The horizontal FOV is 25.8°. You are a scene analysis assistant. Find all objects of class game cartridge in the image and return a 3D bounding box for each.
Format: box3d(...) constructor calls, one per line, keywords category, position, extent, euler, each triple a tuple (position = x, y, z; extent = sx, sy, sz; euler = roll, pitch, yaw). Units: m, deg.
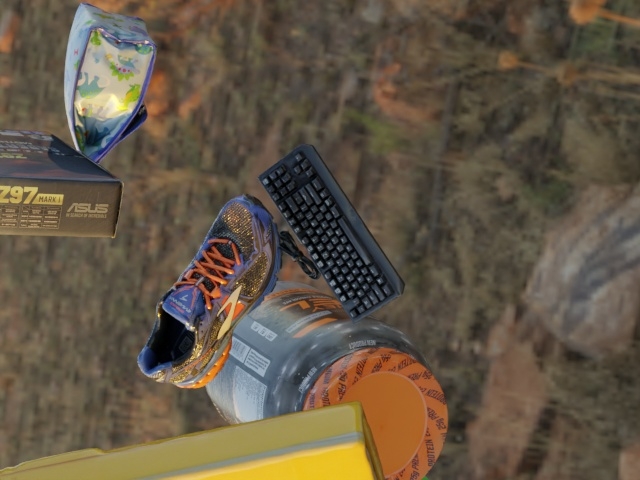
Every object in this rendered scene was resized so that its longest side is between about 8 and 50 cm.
box3d(category="game cartridge", position=(-0.097, 0.253, 1.060), extent=(0.052, 0.324, 0.285), euler=(-92, -11, -49))

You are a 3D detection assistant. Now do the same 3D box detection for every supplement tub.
box3d(category="supplement tub", position=(0.002, 0.173, 1.631), extent=(0.338, 0.207, 0.207), euler=(-157, 77, -66))

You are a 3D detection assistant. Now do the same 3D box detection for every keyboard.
box3d(category="keyboard", position=(0.000, 0.000, 1.416), extent=(0.108, 0.023, 0.180), euler=(-34, 88, 40))

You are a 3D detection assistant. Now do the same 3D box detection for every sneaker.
box3d(category="sneaker", position=(-0.109, 0.056, 1.364), extent=(0.083, 0.087, 0.221), euler=(33, 109, 26))

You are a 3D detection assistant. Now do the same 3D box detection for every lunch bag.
box3d(category="lunch bag", position=(-0.236, -0.166, 1.516), extent=(0.129, 0.096, 0.151), euler=(-122, 50, -66))

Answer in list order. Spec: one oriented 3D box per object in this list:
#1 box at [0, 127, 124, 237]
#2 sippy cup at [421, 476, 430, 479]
box3d(category="box", position=(-0.317, -0.057, 1.241), extent=(0.183, 0.233, 0.059), euler=(33, 116, 53))
box3d(category="sippy cup", position=(0.055, 0.468, 2.044), extent=(0.224, 0.240, 0.305), euler=(-54, -9, -48))
